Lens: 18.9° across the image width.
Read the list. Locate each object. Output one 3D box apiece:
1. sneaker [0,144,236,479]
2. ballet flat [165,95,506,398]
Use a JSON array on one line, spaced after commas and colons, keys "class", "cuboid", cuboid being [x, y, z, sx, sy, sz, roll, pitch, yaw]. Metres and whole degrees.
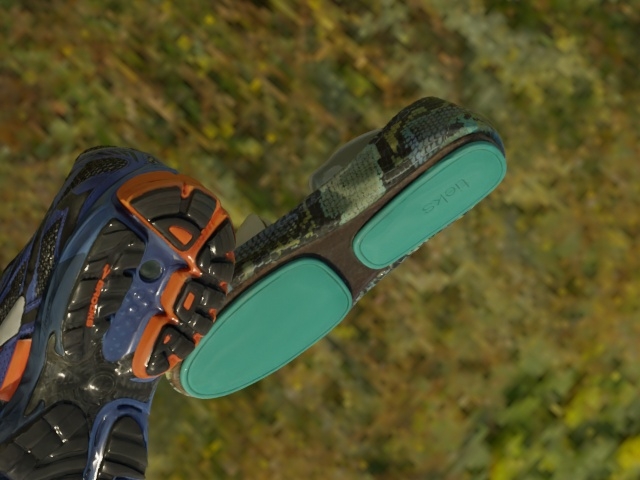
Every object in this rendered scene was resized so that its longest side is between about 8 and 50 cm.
[{"class": "sneaker", "cuboid": [-0.108, 0.056, 0.802, 0.083, 0.087, 0.221, 22, 109, -33]}, {"class": "ballet flat", "cuboid": [0.000, 0.000, 0.890, 0.188, 0.070, 0.070, -35, 157, -3]}]
